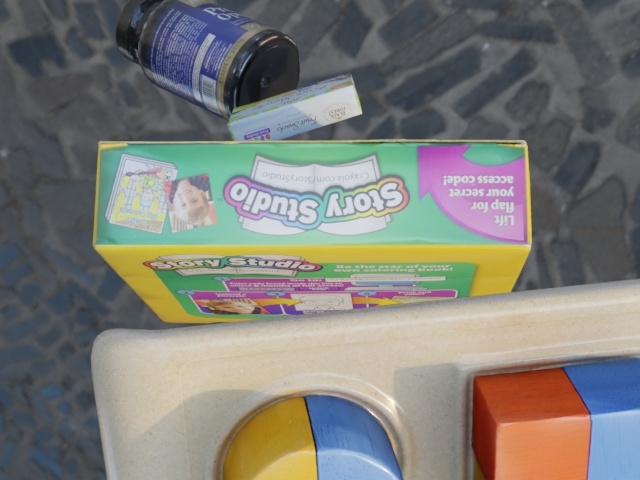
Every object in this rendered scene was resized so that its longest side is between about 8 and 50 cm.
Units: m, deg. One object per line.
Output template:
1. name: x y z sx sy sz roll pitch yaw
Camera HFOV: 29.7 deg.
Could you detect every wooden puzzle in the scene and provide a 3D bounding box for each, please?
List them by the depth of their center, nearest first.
1. wooden puzzle: 0.063 0.185 0.653 0.347 0.080 0.322 -4 116 -2

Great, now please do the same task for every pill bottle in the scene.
1. pill bottle: -0.142 -0.227 1.463 0.219 0.122 0.123 28 133 30

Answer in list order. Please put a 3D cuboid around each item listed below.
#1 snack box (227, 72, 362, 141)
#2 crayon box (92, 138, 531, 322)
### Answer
1. snack box: -0.028 -0.142 1.325 0.141 0.100 0.037 -17 106 4
2. crayon box: 0.000 0.000 1.139 0.362 0.106 0.313 0 164 3
